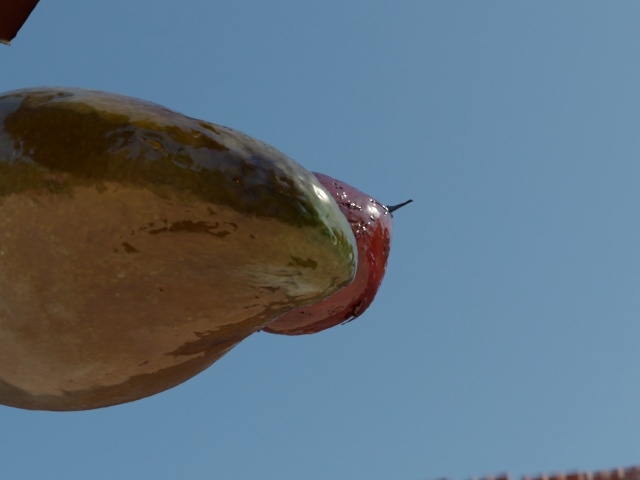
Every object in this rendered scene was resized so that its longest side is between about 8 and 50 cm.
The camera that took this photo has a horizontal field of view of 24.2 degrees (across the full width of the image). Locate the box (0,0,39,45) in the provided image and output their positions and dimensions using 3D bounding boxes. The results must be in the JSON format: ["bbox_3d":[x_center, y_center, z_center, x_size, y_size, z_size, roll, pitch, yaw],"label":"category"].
[{"bbox_3d":[-0.323,-0.281,0.671,0.344,0.385,0.122,7,-51,-53],"label":"box"}]

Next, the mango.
[{"bbox_3d":[-0.117,0.007,0.760,0.316,0.146,0.193,-6,-36,45],"label":"mango"}]

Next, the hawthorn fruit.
[{"bbox_3d":[0.000,0.000,1.596,0.235,0.181,0.181,-25,-29,-12],"label":"hawthorn fruit"}]
